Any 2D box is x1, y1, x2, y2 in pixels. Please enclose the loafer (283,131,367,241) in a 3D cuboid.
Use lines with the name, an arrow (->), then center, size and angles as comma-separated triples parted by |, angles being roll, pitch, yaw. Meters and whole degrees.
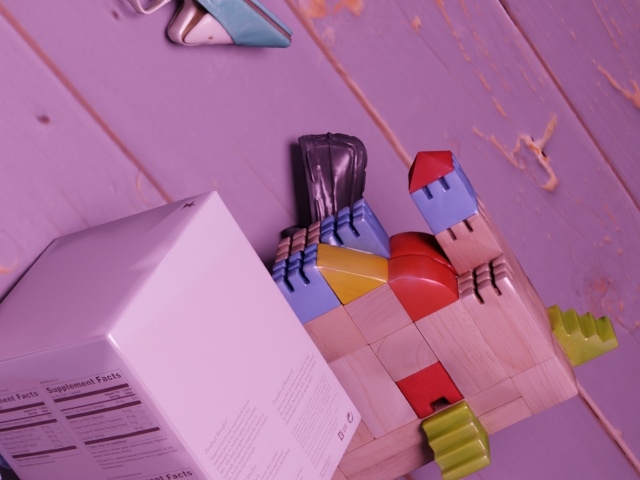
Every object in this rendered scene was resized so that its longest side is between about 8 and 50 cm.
loafer -> 0.000, 0.000, 1.494 | 0.078, 0.076, 0.223 | 5, 93, -4

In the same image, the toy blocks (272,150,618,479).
toy blocks -> 0.054, 0.085, 1.382 | 0.261, 0.381, 0.191 | 56, 16, -21

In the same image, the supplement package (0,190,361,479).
supplement package -> -0.136, 0.135, 1.240 | 0.263, 0.198, 0.199 | 59, 38, -23

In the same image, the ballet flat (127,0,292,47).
ballet flat -> -0.134, -0.240, 1.387 | 0.247, 0.083, 0.087 | 39, 87, -33

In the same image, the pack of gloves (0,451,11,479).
pack of gloves -> -0.354, 0.168, 1.158 | 0.232, 0.046, 0.195 | 39, 44, -26
